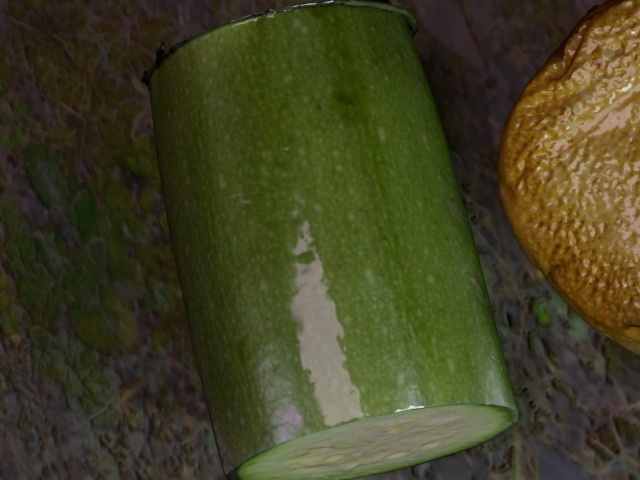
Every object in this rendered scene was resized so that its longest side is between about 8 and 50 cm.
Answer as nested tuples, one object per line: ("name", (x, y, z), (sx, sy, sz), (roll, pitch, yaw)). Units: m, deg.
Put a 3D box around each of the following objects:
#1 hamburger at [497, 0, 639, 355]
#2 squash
("hamburger", (0.310, -0.048, 1.638), (0.290, 0.170, 0.314), (-41, 69, 13))
("squash", (0.000, 0.000, 1.703), (0.263, 0.263, 0.384), (-18, 73, 18))
